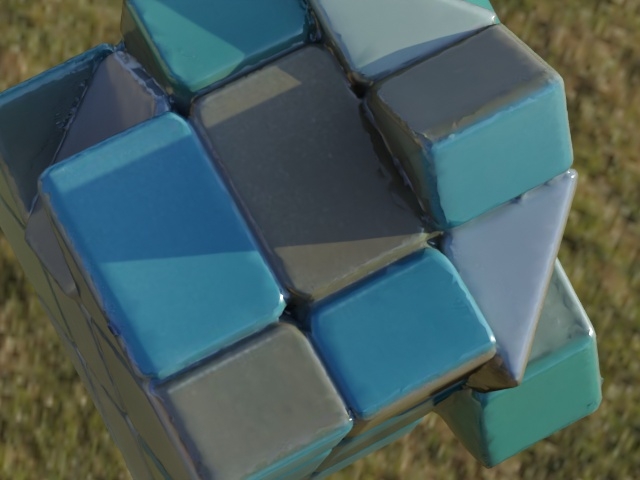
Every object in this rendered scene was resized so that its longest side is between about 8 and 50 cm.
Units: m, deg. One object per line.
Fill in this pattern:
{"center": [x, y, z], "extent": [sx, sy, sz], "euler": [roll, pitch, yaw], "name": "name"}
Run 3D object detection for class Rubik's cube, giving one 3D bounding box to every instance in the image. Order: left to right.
{"center": [0.000, 0.000, 0.793], "extent": [0.213, 0.265, 0.224], "euler": [-28, 82, -14], "name": "Rubik's cube"}
